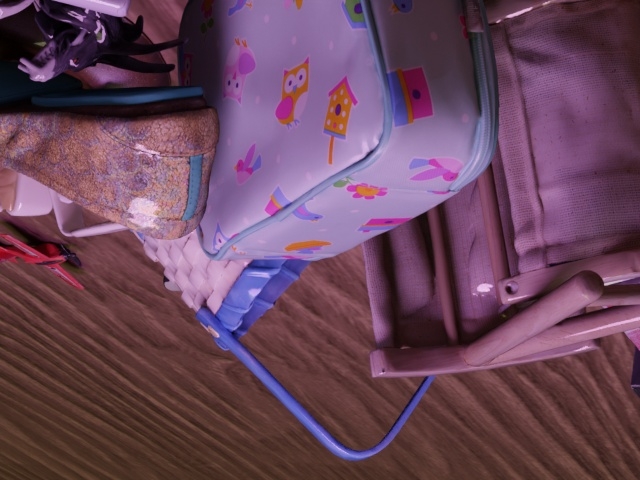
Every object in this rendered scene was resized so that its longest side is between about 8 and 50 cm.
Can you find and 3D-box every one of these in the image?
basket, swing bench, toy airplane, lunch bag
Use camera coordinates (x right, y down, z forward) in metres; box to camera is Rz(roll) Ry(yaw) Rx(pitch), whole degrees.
[{"bbox_3d":[0.000,0.000,1.183,0.289,0.255,0.201,40,160,-1],"label":"basket"},{"bbox_3d":[0.142,-0.056,0.992,0.165,0.253,0.255,-1,166,-30],"label":"swing bench"},{"bbox_3d":[-0.346,0.018,1.745,0.151,0.028,0.151,11,156,5],"label":"toy airplane"},{"bbox_3d":[0.004,-0.116,0.962,0.108,0.224,0.279,3,162,-30],"label":"lunch bag"}]

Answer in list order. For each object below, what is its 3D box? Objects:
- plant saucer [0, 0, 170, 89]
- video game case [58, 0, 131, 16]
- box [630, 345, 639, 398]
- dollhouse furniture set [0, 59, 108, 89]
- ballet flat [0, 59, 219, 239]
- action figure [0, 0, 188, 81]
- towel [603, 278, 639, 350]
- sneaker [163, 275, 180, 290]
[{"bbox_3d":[-0.289,-0.150,1.294,0.311,0.050,0.310,11,158,5],"label":"plant saucer"},{"bbox_3d":[-0.190,-0.243,0.834,0.212,0.193,0.023,13,169,-4],"label":"video game case"},{"bbox_3d":[0.500,0.191,1.700,0.216,0.060,0.270,-2,154,28],"label":"box"},{"bbox_3d":[-0.208,-0.112,1.251,0.152,0.058,0.076,39,158,-14],"label":"dollhouse furniture set"},{"bbox_3d":[-0.192,-0.064,1.059,0.123,0.123,0.348,31,169,-39],"label":"ballet flat"},{"bbox_3d":[-0.228,-0.178,0.974,0.276,0.141,0.164,40,165,-2],"label":"action figure"},{"bbox_3d":[0.261,-0.021,1.166,0.329,0.037,0.237,47,147,-12],"label":"towel"},{"bbox_3d":[-0.148,0.049,1.704,0.040,0.043,0.109,26,155,-35],"label":"sneaker"}]
